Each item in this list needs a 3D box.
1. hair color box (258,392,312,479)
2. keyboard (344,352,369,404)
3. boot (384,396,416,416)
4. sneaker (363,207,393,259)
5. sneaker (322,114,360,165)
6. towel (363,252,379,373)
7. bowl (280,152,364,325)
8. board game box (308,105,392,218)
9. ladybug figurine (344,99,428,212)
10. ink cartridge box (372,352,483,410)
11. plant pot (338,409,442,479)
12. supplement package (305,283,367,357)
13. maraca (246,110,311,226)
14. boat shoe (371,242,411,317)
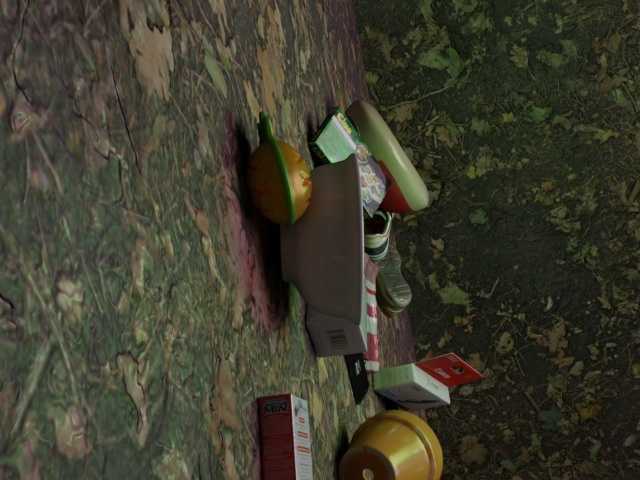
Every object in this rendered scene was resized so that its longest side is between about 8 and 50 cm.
[{"bbox_3d":[-0.048,0.310,1.081,0.093,0.054,0.167,53,31,-67],"label":"hair color box"},{"bbox_3d":[0.083,0.312,1.902,0.100,0.038,0.192,-45,131,-48],"label":"keyboard"},{"bbox_3d":[0.271,0.617,2.514,0.115,0.112,0.305,-33,108,-61],"label":"boot"},{"bbox_3d":[0.181,-0.102,2.486,0.127,0.126,0.321,77,11,-56],"label":"sneaker"},{"bbox_3d":[0.055,-0.179,1.977,0.121,0.111,0.299,65,23,-87],"label":"sneaker"},{"bbox_3d":[0.133,0.208,2.120,0.237,0.037,0.328,38,50,-73],"label":"towel"},{"bbox_3d":[0.000,0.000,1.300,0.298,0.134,0.297,-2,90,-90],"label":"bowl"},{"bbox_3d":[0.079,-0.190,1.871,0.259,0.030,0.136,52,55,-28],"label":"board game box"},{"bbox_3d":[0.182,-0.230,2.298,0.449,0.162,0.305,49,10,-41],"label":"ladybug figurine"},{"bbox_3d":[0.339,0.441,2.323,0.296,0.261,0.066,38,41,-51],"label":"ink cartridge box"},{"bbox_3d":[0.134,0.478,1.600,0.188,0.205,0.205,4,78,-64],"label":"plant pot"},{"bbox_3d":[0.035,0.133,1.537,0.179,0.105,0.105,-86,163,-49],"label":"supplement package"},{"bbox_3d":[-0.070,-0.110,1.182,0.127,0.099,0.185,124,-49,-70],"label":"maraca"},{"bbox_3d":[0.208,0.122,2.549,0.324,0.123,0.116,-100,-152,-46],"label":"boat shoe"}]
